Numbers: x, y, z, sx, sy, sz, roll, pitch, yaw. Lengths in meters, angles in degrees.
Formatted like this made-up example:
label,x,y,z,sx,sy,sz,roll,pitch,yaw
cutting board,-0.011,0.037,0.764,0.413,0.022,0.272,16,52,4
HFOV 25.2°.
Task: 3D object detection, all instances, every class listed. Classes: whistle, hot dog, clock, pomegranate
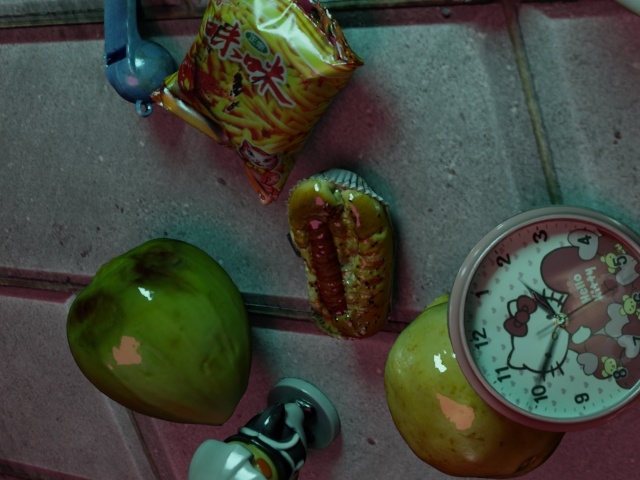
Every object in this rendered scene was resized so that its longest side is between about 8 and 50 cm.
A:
label,x,y,z,sx,sy,sz,roll,pitch,yaw
whistle,-0.225,-0.229,1.801,0.090,0.090,0.158,-18,69,47
hot dog,0.029,0.022,1.764,0.131,0.069,0.253,4,128,16
clock,0.258,0.083,1.530,0.244,0.244,0.056,45,179,2
pomegranate,0.188,0.169,1.651,0.233,0.233,0.233,23,134,26

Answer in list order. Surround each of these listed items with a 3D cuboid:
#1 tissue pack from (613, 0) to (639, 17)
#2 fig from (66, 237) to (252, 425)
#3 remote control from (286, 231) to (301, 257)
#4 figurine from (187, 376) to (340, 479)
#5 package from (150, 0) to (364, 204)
label,x,y,z,sx,sy,sz,roll,pitch,yaw
tissue pack,0.281,-0.371,1.142,0.405,0.205,0.332,35,143,13
fig,-0.206,0.136,1.946,0.239,0.239,0.271,-26,99,48
remote control,0.000,0.000,1.827,0.096,0.014,0.039,-7,118,42
figurine,-0.086,0.314,1.981,0.133,0.236,0.176,21,132,26
package,-0.073,-0.202,1.664,0.223,0.108,0.288,45,132,10
